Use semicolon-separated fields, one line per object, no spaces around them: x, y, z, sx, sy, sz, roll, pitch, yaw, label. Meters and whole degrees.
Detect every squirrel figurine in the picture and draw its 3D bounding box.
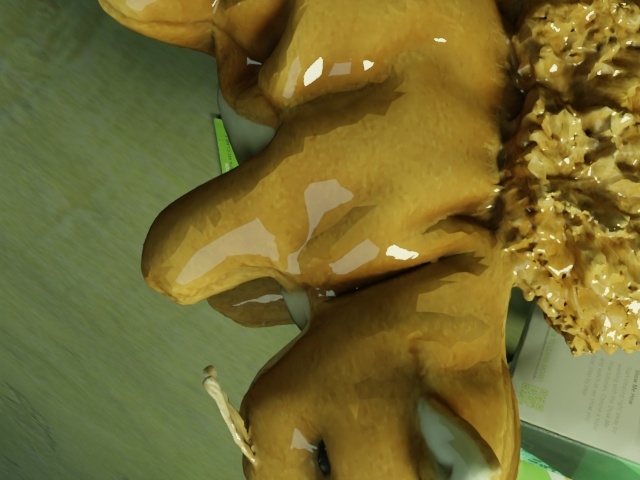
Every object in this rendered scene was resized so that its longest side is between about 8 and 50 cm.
0.086;-0.007;0.529;0.396;0.371;0.281;-14;151;6;squirrel figurine

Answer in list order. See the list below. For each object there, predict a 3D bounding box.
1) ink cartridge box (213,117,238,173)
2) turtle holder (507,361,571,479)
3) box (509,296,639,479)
0.000;0.000;0.824;0.255;0.097;0.189;13;135;19;ink cartridge box
0.230;0.238;0.846;0.227;0.243;0.320;-2;94;6;turtle holder
0.314;0.110;0.640;0.322;0.232;0.058;19;141;15;box
